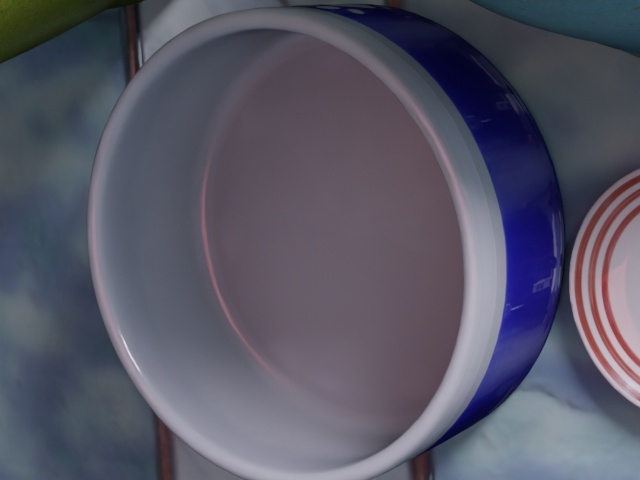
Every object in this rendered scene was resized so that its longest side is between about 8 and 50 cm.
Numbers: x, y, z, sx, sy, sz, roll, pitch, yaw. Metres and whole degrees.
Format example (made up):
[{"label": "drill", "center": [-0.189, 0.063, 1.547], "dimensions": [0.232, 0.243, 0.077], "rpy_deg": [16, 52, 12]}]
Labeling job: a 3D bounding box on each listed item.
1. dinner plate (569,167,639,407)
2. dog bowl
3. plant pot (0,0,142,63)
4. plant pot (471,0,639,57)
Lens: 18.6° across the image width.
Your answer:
[{"label": "dinner plate", "center": [0.195, 0.027, 1.018], "dimensions": [0.141, 0.017, 0.141], "rpy_deg": [7, 102, 35]}, {"label": "dog bowl", "center": [0.000, 0.000, 1.098], "dimensions": [0.264, 0.104, 0.265], "rpy_deg": [8, 103, 34]}, {"label": "plant pot", "center": [-0.232, -0.236, 1.063], "dimensions": [0.366, 0.353, 0.367], "rpy_deg": [8, 104, 35]}, {"label": "plant pot", "center": [0.113, -0.217, 0.858], "dimensions": [0.271, 0.255, 0.272], "rpy_deg": [1, 92, 41]}]
